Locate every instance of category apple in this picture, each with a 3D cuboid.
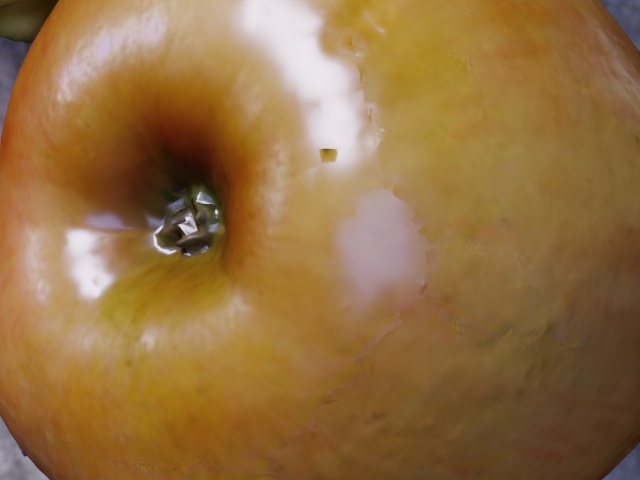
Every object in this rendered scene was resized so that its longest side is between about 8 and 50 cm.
[{"bbox_3d":[0.000,0.000,0.444,0.242,0.241,0.242,-3,81,22],"label":"apple"}]

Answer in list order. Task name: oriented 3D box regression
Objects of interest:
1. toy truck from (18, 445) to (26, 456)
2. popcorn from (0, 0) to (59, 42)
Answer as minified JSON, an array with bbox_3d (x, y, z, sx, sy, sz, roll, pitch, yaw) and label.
[{"bbox_3d":[-0.061,0.021,0.617,0.177,0.115,0.080,-26,97,5],"label":"toy truck"},{"bbox_3d":[-0.096,-0.250,0.479,0.334,0.292,0.293,-41,136,8],"label":"popcorn"}]
